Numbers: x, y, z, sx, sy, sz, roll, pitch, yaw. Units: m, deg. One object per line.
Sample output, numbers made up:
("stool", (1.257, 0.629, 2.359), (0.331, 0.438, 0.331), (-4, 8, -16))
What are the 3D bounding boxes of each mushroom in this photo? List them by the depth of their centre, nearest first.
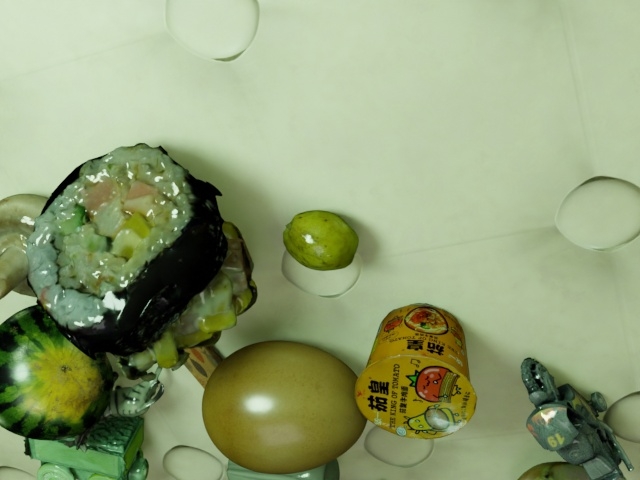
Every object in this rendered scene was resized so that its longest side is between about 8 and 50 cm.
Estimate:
("mushroom", (-0.528, 0.029, 1.519), (0.207, 0.215, 0.207), (8, 123, 12))

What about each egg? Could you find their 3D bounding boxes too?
("egg", (-0.067, 0.316, 1.620), (0.322, 0.250, 0.250), (1, 127, 17))

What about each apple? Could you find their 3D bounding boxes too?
("apple", (0.504, 0.544, 1.774), (0.265, 0.120, 0.193), (36, 138, -13))

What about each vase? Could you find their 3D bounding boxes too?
("vase", (-0.087, 0.505, 1.857), (0.248, 0.128, 0.128), (-2, 127, 24))

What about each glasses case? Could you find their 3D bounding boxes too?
("glasses case", (-0.253, 0.222, 1.721), (0.064, 0.041, 0.170), (-27, 118, 15))

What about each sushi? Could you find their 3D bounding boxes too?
("sushi", (-0.293, 0.039, 1.433), (0.328, 0.328, 0.285), (32, 169, 33))

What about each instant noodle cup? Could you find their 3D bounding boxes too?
("instant noodle cup", (0.178, 0.230, 1.557), (0.215, 0.172, 0.216), (6, 128, 8))

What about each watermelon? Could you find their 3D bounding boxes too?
("watermelon", (-0.532, 0.259, 1.660), (0.269, 0.269, 0.269), (5, 128, 7))

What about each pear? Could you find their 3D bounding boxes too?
("pear", (0.000, 0.000, 1.461), (0.131, 0.107, 0.107), (18, 129, -13))

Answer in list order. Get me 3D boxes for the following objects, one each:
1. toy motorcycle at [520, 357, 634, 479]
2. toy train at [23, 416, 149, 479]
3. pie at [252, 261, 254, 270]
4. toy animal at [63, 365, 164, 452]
("toy motorcycle", (0.473, 0.354, 1.596), (0.108, 0.173, 0.307), (-36, 112, 30))
("toy train", (-0.512, 0.465, 1.891), (0.271, 0.159, 0.188), (11, 122, 6))
("pie", (-0.164, 0.047, 1.582), (0.084, 0.020, 0.084), (4, 128, 5))
("toy animal", (-0.418, 0.344, 1.761), (0.217, 0.176, 0.073), (-19, 122, 22))
